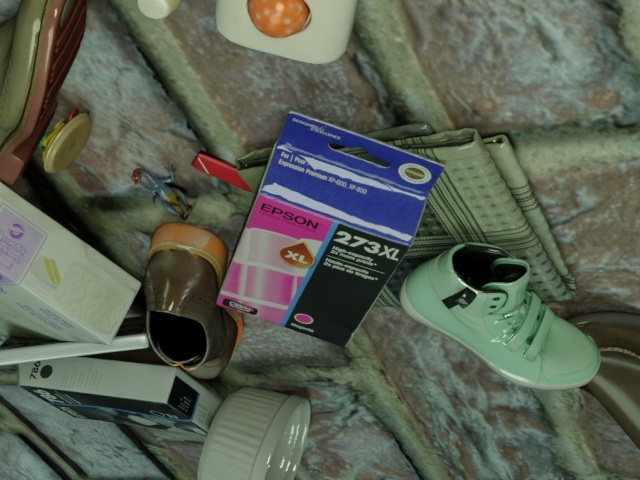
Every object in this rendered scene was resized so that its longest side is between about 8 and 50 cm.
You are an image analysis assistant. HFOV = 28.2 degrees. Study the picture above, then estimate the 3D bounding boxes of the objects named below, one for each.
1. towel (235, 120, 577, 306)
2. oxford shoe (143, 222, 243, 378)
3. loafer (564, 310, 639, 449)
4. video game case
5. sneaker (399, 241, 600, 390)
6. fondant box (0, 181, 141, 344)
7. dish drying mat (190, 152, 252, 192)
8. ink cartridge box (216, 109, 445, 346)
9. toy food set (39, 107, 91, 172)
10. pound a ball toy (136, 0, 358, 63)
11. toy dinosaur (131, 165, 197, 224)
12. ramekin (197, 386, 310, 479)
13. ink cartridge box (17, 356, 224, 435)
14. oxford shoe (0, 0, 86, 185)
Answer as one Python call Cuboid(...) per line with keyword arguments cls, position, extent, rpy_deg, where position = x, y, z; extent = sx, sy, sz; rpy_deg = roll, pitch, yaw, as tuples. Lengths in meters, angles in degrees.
Cuboid(cls="towel", position=(0.104, -0.023, 1.471), extent=(0.312, 0.056, 0.324), rpy_deg=(-3, 145, 30))
Cuboid(cls="oxford shoe", position=(-0.183, 0.118, 1.693), extent=(0.130, 0.133, 0.364), rpy_deg=(8, 151, 8))
Cuboid(cls="loafer", position=(0.433, 0.204, 1.593), extent=(0.366, 0.130, 0.134), rpy_deg=(26, 145, -17))
Cuboid(cls="video game case", position=(-0.329, 0.135, 1.732), extent=(0.201, 0.023, 0.183), rpy_deg=(-6, -175, -4))
Cuboid(cls="sneaker", position=(0.227, 0.088, 1.438), extent=(0.256, 0.094, 0.151), rpy_deg=(25, 155, -9))
Cuboid(cls="fondant box", position=(-0.421, 0.030, 1.627), extent=(0.330, 0.096, 0.238), rpy_deg=(-2, 146, 47))
Cuboid(cls="dish drying mat", position=(-0.110, -0.079, 1.495), extent=(0.083, 0.008, 0.032), rpy_deg=(24, 145, -14))
Cuboid(cls="ink cartridge box", position=(0.000, 0.000, 1.448), extent=(0.175, 0.069, 0.371), rpy_deg=(19, 147, -5))
Cuboid(cls="toy food set", position=(-0.289, -0.114, 1.448), extent=(0.020, 0.083, 0.082), rpy_deg=(35, 149, 8))
Cuboid(cls="pound a ball toy", position=(-0.057, -0.271, 1.077), extent=(0.208, 0.136, 0.319), rpy_deg=(14, 146, 0))
Cuboid(cls="toy dinosaur", position=(-0.194, -0.055, 1.538), extent=(0.082, 0.047, 0.090), rpy_deg=(37, 155, -1))
Cuboid(cls="ramekin", position=(-0.102, 0.317, 1.909), extent=(0.109, 0.207, 0.207), rpy_deg=(18, 148, 14))
Cuboid(cls="ink cartridge box", position=(-0.328, 0.228, 1.933), extent=(0.332, 0.065, 0.165), rpy_deg=(4, 157, 27))
Cuboid(cls="oxford shoe", position=(-0.339, -0.176, 1.342), extent=(0.130, 0.123, 0.348), rpy_deg=(27, 144, -10))
